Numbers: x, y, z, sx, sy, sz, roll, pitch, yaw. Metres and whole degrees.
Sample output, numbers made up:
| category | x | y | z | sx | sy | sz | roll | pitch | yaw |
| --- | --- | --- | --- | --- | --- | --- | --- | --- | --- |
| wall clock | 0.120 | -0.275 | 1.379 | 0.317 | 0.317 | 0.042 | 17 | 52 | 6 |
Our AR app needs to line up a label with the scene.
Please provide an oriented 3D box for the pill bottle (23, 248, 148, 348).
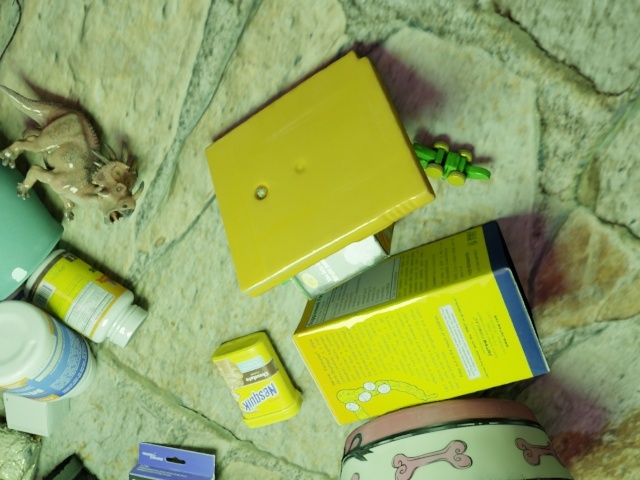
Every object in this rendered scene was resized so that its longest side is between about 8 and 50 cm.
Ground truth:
| category | x | y | z | sx | sy | sz | roll | pitch | yaw |
| --- | --- | --- | --- | --- | --- | --- | --- | --- | --- |
| pill bottle | -0.449 | 0.118 | 1.133 | 0.215 | 0.117 | 0.117 | 34 | 115 | -5 |

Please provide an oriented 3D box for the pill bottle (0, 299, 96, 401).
| category | x | y | z | sx | sy | sz | roll | pitch | yaw |
| --- | --- | --- | --- | --- | --- | --- | --- | --- | --- |
| pill bottle | -0.536 | 0.225 | 1.115 | 0.152 | 0.152 | 0.272 | 8 | 156 | 7 |

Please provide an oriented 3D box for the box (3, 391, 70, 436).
| category | x | y | z | sx | sy | sz | roll | pitch | yaw |
| --- | --- | --- | --- | --- | --- | --- | --- | --- | --- |
| box | -0.623 | 0.358 | 1.285 | 0.101 | 0.087 | 0.102 | 10 | 114 | 6 |

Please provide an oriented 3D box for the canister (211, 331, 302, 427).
| category | x | y | z | sx | sy | sz | roll | pitch | yaw |
| --- | --- | --- | --- | --- | --- | --- | --- | --- | --- |
| canister | -0.128 | 0.278 | 1.166 | 0.126 | 0.073 | 0.170 | -20 | 106 | 18 |

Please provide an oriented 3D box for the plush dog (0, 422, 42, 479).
| category | x | y | z | sx | sy | sz | roll | pitch | yaw |
| --- | --- | --- | --- | --- | --- | --- | --- | --- | --- |
| plush dog | -0.760 | 0.470 | 1.310 | 0.225 | 0.262 | 0.210 | 18 | 82 | -8 |

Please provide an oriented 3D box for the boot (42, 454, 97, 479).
| category | x | y | z | sx | sy | sz | roll | pitch | yaw |
| --- | --- | --- | --- | --- | --- | --- | --- | --- | --- |
| boot | -0.594 | 0.695 | 1.308 | 0.260 | 0.348 | 0.131 | 52 | 150 | -10 |

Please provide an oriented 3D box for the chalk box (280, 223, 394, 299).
| category | x | y | z | sx | sy | sz | roll | pitch | yaw |
| --- | --- | --- | --- | --- | --- | --- | --- | --- | --- |
| chalk box | 0.000 | 0.000 | 0.992 | 0.213 | 0.132 | 0.132 | -29 | 106 | 22 |

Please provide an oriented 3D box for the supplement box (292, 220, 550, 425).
| category | x | y | z | sx | sy | sz | roll | pitch | yaw |
| --- | --- | --- | --- | --- | --- | --- | --- | --- | --- |
| supplement box | 0.164 | 0.140 | 0.984 | 0.357 | 0.194 | 0.195 | -20 | 108 | 19 |

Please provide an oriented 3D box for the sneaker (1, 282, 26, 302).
| category | x | y | z | sx | sy | sz | roll | pitch | yaw |
| --- | --- | --- | --- | --- | --- | --- | --- | --- | --- |
| sneaker | -0.733 | 0.121 | 1.133 | 0.112 | 0.296 | 0.131 | 33 | 116 | 41 |

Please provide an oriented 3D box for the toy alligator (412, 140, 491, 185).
| category | x | y | z | sx | sy | sz | roll | pitch | yaw |
| --- | --- | --- | --- | --- | --- | --- | --- | --- | --- |
| toy alligator | 0.180 | -0.128 | 0.948 | 0.190 | 0.056 | 0.051 | 20 | 156 | 2 |

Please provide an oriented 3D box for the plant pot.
| category | x | y | z | sx | sy | sz | roll | pitch | yaw |
| --- | --- | --- | --- | --- | --- | --- | --- | --- | --- |
| plant pot | -0.621 | -0.032 | 1.036 | 0.272 | 0.271 | 0.255 | -34 | 118 | 22 |

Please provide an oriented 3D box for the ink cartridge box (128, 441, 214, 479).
| category | x | y | z | sx | sy | sz | roll | pitch | yaw |
| --- | --- | --- | --- | --- | --- | --- | --- | --- | --- |
| ink cartridge box | -0.330 | 0.567 | 1.290 | 0.206 | 0.045 | 0.208 | 0 | 91 | 21 |

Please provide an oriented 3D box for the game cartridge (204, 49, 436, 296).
| category | x | y | z | sx | sy | sz | roll | pitch | yaw |
| --- | --- | --- | --- | --- | --- | --- | --- | --- | --- |
| game cartridge | -0.018 | -0.105 | 0.901 | 0.324 | 0.053 | 0.285 | -28 | 62 | 19 |

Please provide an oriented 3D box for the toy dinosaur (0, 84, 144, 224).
| category | x | y | z | sx | sy | sz | roll | pitch | yaw |
| --- | --- | --- | --- | --- | --- | --- | --- | --- | --- |
| toy dinosaur | -0.426 | -0.152 | 1.018 | 0.200 | 0.127 | 0.295 | -24 | 94 | 12 |

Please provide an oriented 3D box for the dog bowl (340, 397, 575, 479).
| category | x | y | z | sx | sy | sz | roll | pitch | yaw |
| --- | --- | --- | --- | --- | --- | --- | --- | --- | --- |
| dog bowl | 0.219 | 0.400 | 1.019 | 0.408 | 0.150 | 0.408 | -6 | 146 | -4 |
